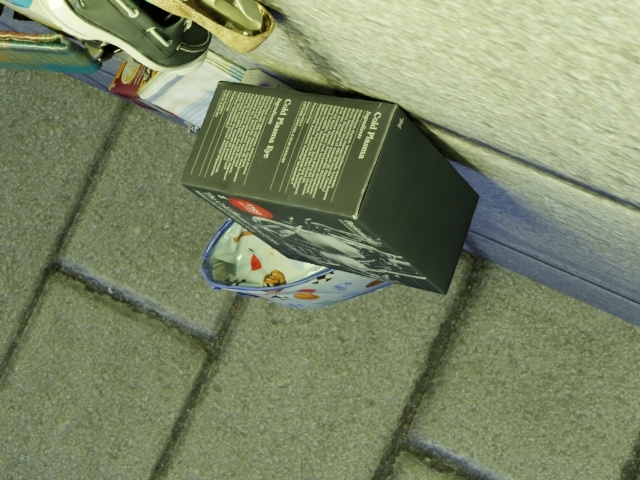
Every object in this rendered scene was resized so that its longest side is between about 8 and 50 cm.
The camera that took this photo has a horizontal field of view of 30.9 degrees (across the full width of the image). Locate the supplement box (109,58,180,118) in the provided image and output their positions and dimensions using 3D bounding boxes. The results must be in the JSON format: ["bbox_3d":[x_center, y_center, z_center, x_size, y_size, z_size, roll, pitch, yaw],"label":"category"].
[{"bbox_3d":[-0.313,-0.304,2.193,0.081,0.104,0.188,26,178,-35],"label":"supplement box"}]

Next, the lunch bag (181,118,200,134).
[{"bbox_3d":[-0.111,-0.208,2.227,0.303,0.114,0.243,25,177,-42],"label":"lunch bag"}]

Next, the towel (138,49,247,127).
[{"bbox_3d":[-0.151,-0.224,1.983,0.285,0.034,0.209,28,150,-26],"label":"towel"}]

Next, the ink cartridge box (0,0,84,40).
[{"bbox_3d":[-0.418,-0.377,1.825,0.231,0.078,0.134,25,179,-44],"label":"ink cartridge box"}]

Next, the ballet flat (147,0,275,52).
[{"bbox_3d":[-0.130,-0.275,1.276,0.067,0.073,0.206,-15,153,42],"label":"ballet flat"}]

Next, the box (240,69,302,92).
[{"bbox_3d":[0.012,-0.183,1.914,0.324,0.063,0.067,25,176,-23],"label":"box"}]

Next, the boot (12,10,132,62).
[{"bbox_3d":[-0.438,-0.391,2.089,0.209,0.076,0.190,18,-176,-28],"label":"boot"}]

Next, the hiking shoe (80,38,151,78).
[{"bbox_3d":[-0.325,-0.318,1.662,0.227,0.114,0.086,25,178,12],"label":"hiking shoe"}]

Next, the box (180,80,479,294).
[{"bbox_3d":[0.023,-0.077,1.763,0.313,0.178,0.343,11,166,33],"label":"box"}]

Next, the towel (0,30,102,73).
[{"bbox_3d":[-0.527,-0.326,1.970,0.272,0.040,0.370,3,-178,-3],"label":"towel"}]

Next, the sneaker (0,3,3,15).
[{"bbox_3d":[-0.588,-0.424,2.032,0.087,0.130,0.227,27,180,-15],"label":"sneaker"}]

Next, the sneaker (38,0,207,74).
[{"bbox_3d":[-0.252,-0.304,1.547,0.252,0.102,0.111,19,177,-22],"label":"sneaker"}]

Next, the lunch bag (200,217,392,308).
[{"bbox_3d":[0.000,0.000,2.187,0.328,0.386,0.238,19,-133,-65],"label":"lunch bag"}]

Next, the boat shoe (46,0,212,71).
[{"bbox_3d":[-0.201,-0.276,1.378,0.091,0.114,0.302,-19,173,24],"label":"boat shoe"}]
